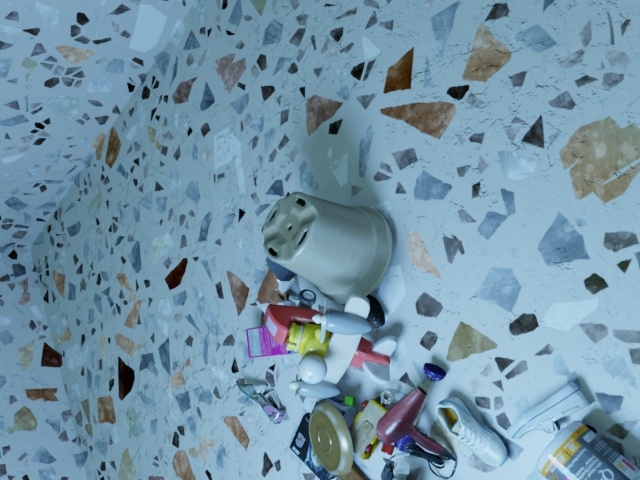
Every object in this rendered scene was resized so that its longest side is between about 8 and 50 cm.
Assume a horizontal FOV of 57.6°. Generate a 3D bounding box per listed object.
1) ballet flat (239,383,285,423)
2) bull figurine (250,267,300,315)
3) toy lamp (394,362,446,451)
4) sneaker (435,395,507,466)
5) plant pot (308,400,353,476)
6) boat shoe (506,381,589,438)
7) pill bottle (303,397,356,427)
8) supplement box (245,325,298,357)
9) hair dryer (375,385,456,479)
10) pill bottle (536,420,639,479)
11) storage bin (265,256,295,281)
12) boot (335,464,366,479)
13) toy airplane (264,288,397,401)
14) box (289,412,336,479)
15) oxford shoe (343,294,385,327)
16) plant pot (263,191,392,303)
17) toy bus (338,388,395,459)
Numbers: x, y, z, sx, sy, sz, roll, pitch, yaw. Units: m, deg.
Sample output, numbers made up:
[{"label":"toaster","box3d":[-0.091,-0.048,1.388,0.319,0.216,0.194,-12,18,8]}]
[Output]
[{"label":"ballet flat","box3d":[-0.208,0.586,2.165,0.222,0.077,0.079,36,92,32]},{"label":"bull figurine","box3d":[-0.139,0.159,2.105,0.188,0.101,0.310,30,107,35]},{"label":"toy lamp","box3d":[0.289,0.501,1.726,0.080,0.080,0.274,31,108,38]},{"label":"sneaker","box3d":[0.410,0.534,1.610,0.229,0.092,0.087,43,113,33]},{"label":"plant pot","box3d":[0.023,0.623,1.825,0.236,0.032,0.236,15,108,56]},{"label":"boat shoe","box3d":[0.574,0.452,1.477,0.226,0.083,0.075,-50,57,26]},{"label":"pill bottle","box3d":[0.027,0.566,1.939,0.169,0.094,0.094,16,98,41]},{"label":"supplement box","box3d":[-0.153,0.356,2.096,0.220,0.111,0.113,-13,79,40]},{"label":"hair dryer","box3d":[0.271,0.555,1.677,0.080,0.224,0.293,-110,15,-75]},{"label":"pill bottle","box3d":[0.659,0.569,1.346,0.278,0.162,0.162,41,113,35]},{"label":"storage bin","box3d":[-0.129,0.074,1.999,0.091,0.098,0.135,-53,58,24]},{"label":"boot","box3d":[0.119,0.886,1.840,0.280,0.096,0.264,28,106,39]},{"label":"toy airplane","box3d":[0.035,0.343,1.766,0.385,0.272,0.386,-13,113,33]},{"label":"box","box3d":[0.000,0.691,1.966,0.180,0.078,0.147,35,110,37]},{"label":"oxford shoe","box3d":[0.131,0.215,1.884,0.227,0.083,0.096,50,121,45]},{"label":"plant pot","box3d":[0.000,0.000,1.809,0.334,0.306,0.333,-20,59,38]},{"label":"toy bus","box3d":[0.159,0.578,1.813,0.202,0.104,0.190,-15,64,18]}]
